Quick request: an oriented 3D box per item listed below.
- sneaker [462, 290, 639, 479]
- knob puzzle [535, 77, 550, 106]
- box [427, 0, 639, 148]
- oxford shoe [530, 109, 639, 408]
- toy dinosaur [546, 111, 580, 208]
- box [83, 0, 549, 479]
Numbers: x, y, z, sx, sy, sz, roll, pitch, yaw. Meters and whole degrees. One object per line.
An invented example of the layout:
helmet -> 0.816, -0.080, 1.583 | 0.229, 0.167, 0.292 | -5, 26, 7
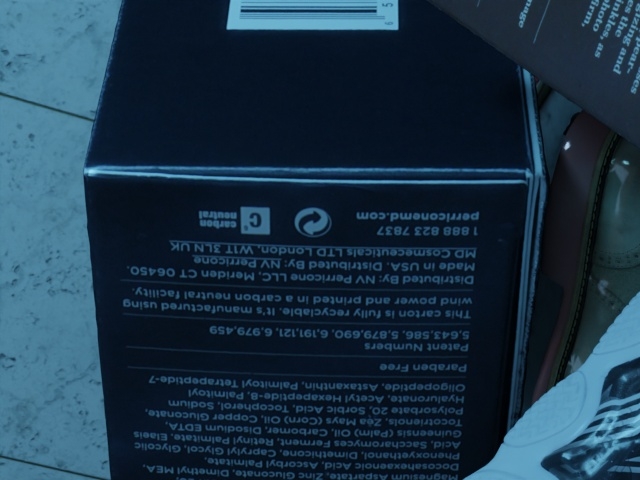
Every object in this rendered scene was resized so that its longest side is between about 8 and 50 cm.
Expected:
sneaker -> 0.235, 0.151, 1.028 | 0.366, 0.210, 0.137 | -44, 22, 4
knob puzzle -> 0.188, -0.209, 1.585 | 0.213, 0.030, 0.213 | -171, 90, -75
box -> 0.216, -0.145, 0.915 | 0.381, 0.143, 0.191 | 49, 125, 56
oxford shoe -> 0.217, 0.086, 1.148 | 0.123, 0.130, 0.348 | -40, -46, -48
toy dinosaur -> 0.232, -0.144, 1.341 | 0.118, 0.064, 0.268 | -115, 38, -53
box -> 0.000, 0.000, 1.365 | 0.480, 0.297, 0.472 | -87, -3, -52
